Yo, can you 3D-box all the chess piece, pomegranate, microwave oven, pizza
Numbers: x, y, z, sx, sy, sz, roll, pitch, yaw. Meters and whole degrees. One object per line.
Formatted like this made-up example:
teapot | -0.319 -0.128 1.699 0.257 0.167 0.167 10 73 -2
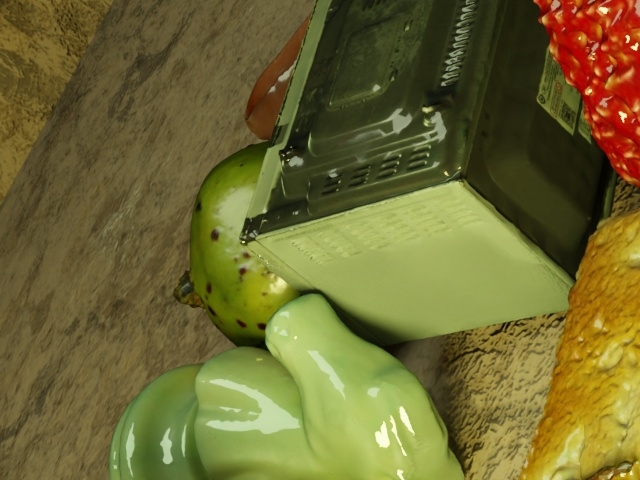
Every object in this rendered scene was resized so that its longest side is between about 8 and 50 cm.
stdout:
chess piece | -0.024 0.145 1.216 0.298 0.175 0.176 -29 37 49
pomegranate | -0.004 -0.011 1.355 0.246 0.198 0.198 -54 18 -21
microwave oven | 0.093 -0.102 1.191 0.237 0.181 0.295 -16 46 42
pizza | 0.197 0.090 0.904 0.229 0.081 0.289 -52 21 3

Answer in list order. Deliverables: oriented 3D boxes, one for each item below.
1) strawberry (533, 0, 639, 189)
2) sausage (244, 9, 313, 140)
strawberry | 0.221 -0.149 0.963 0.257 0.261 0.261 -39 29 29
sausage | 0.062 -0.250 1.639 0.419 0.094 0.094 -48 -5 29
